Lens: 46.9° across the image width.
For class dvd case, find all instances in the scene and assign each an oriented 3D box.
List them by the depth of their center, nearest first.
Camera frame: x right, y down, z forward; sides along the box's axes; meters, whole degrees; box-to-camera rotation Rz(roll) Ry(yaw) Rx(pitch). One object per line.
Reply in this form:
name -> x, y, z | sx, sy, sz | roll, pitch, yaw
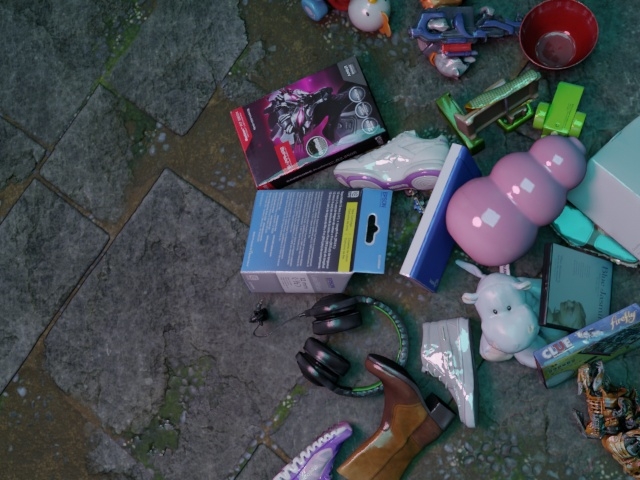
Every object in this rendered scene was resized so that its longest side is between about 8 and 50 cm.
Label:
dvd case -> 0.571, 0.115, 1.639 | 0.022, 0.253, 0.180 | -4, 76, 51

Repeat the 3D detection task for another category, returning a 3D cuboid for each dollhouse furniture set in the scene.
dollhouse furniture set -> 0.385, -0.340, 1.720 | 0.197, 0.301, 0.151 | -33, 77, 9

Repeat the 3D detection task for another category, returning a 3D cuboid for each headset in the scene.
headset -> 0.018, 0.238, 1.816 | 0.394, 0.185, 0.243 | 15, 87, 1

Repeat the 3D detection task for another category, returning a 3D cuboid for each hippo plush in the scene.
hippo plush -> 0.444, 0.140, 1.652 | 0.234, 0.236, 0.294 | -15, 77, 11

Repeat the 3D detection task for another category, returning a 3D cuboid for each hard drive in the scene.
hard drive -> 0.289, -0.045, 1.737 | 0.040, 0.210, 0.319 | 21, 85, 26

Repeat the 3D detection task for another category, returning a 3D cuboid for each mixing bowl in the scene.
mixing bowl -> 0.578, -0.487, 1.806 | 0.181, 0.098, 0.181 | -2, 80, 13

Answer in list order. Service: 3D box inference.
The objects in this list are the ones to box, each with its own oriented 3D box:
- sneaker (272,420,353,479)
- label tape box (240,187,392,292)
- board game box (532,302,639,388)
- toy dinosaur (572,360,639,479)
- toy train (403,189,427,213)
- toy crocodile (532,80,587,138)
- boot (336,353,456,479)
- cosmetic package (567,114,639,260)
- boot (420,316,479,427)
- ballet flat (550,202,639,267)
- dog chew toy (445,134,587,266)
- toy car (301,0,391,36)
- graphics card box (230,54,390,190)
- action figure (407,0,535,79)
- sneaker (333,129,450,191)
sneaker -> 0.000, 0.534, 1.771 | 0.236, 0.095, 0.104 | -44, 80, 8
label tape box -> 0.000, 0.000, 1.812 | 0.347, 0.115, 0.249 | 1, 57, 12
board game box -> 0.596, 0.237, 1.631 | 0.243, 0.165, 0.042 | -27, 56, 6
toy dinosaur -> 0.685, 0.406, 1.614 | 0.218, 0.164, 0.322 | -26, 111, 23
toy train -> 0.227, -0.129, 1.864 | 0.036, 0.027, 0.158 | -32, 74, 10
toy crocodile -> 0.557, -0.223, 1.768 | 0.115, 0.105, 0.341 | 14, 77, 16
boot -> 0.136, 0.434, 1.727 | 0.264, 0.096, 0.280 | 40, 94, -16
cosmetic package -> 0.763, -0.069, 1.617 | 0.217, 0.156, 0.385 | -35, 69, -26
boot -> 0.302, 0.312, 1.741 | 0.123, 0.095, 0.258 | -8, 70, 18
ballet flat -> 0.635, -0.007, 1.716 | 0.241, 0.077, 0.091 | 34, 95, 19
dog chew toy -> 0.435, -0.098, 1.608 | 0.332, 0.206, 0.206 | -44, 73, 14
toy car -> 0.109, -0.629, 1.908 | 0.219, 0.210, 0.238 | -44, 86, -9
graphics card box -> -0.029, -0.297, 1.925 | 0.371, 0.094, 0.233 | -22, 75, 8
action figure -> 0.358, -0.570, 1.878 | 0.341, 0.178, 0.330 | 2, 86, -16
sneaker -> 0.182, -0.192, 1.836 | 0.305, 0.114, 0.152 | -2, 61, 25
